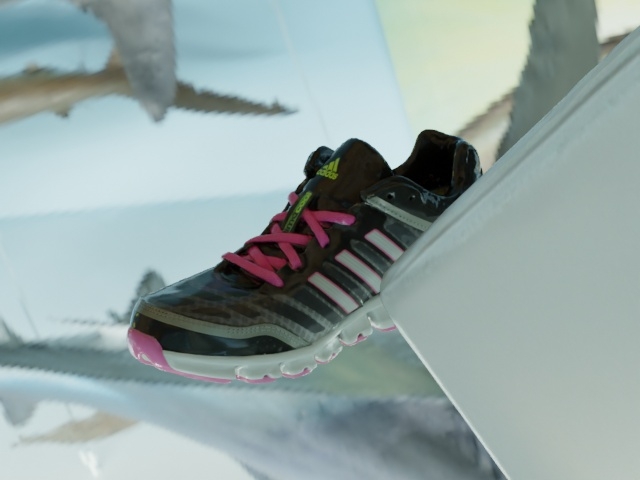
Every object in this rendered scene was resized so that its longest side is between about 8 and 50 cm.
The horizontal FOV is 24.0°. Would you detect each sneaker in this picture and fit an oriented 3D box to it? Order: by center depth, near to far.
[{"bbox_3d":[0.000,0.000,0.570,0.170,0.075,0.063,-17,-155,-31],"label":"sneaker"}]

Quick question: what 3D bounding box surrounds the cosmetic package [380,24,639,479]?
[{"bbox_3d":[0.297,0.040,0.424,0.329,0.393,0.327,-32,172,-30],"label":"cosmetic package"}]
